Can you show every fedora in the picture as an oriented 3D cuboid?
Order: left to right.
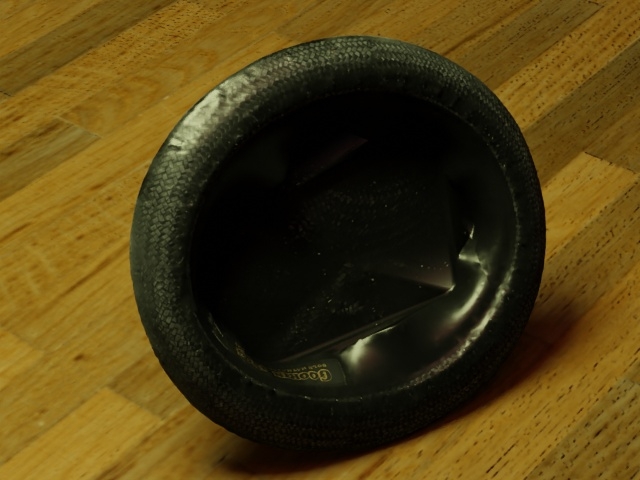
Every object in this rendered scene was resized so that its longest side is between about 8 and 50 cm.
[{"bbox_3d":[0.000,0.000,1.251,0.334,0.334,0.152,-20,10,-22],"label":"fedora"}]
